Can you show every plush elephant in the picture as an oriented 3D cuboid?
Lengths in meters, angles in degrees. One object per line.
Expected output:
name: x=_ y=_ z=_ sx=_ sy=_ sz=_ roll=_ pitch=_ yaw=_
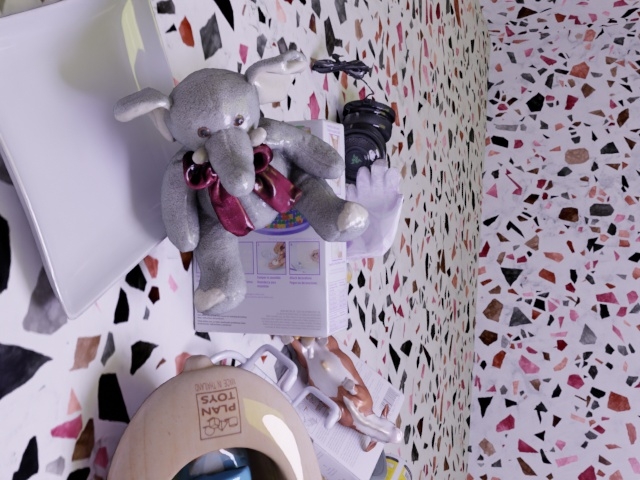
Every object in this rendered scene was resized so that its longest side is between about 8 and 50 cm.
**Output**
plush elephant: x=-0.113 y=-0.113 z=0.964 sx=0.255 sy=0.271 sz=0.330 roll=65 pitch=1 yaw=-70

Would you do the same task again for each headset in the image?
headset: x=0.075 y=-0.250 z=1.731 sx=0.394 sy=0.185 sz=0.243 roll=88 pitch=13 yaw=-46

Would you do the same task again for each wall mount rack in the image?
wall mount rack: x=-0.123 y=0.344 z=1.230 sx=0.304 sy=0.130 sz=0.350 roll=-48 pitch=143 yaw=-10

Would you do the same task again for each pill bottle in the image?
pill bottle: x=0.153 y=0.650 z=1.863 sx=0.208 sy=0.119 sz=0.119 roll=-44 pitch=129 yaw=-59

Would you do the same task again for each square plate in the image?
square plate: x=-0.285 y=-0.133 z=0.939 sx=0.344 sy=0.049 sz=0.347 roll=-53 pitch=137 yaw=-54

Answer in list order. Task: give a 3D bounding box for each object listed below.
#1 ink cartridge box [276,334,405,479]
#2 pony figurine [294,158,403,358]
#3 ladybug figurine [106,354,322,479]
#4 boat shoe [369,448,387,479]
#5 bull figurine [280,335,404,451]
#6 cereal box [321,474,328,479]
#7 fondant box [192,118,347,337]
ink cartridge box: x=0.030 y=0.348 z=1.554 sx=0.261 sy=0.066 sz=0.296 roll=41 pitch=33 yaw=1
pony figurine: x=0.000 y=0.000 z=1.386 sx=0.363 sy=0.302 sz=0.351 roll=-68 pitch=161 yaw=-71
ladybug figurine: x=-0.151 y=0.374 z=1.018 sx=0.305 sy=0.162 sz=0.450 roll=-4 pitch=96 yaw=-23
boat shoe: x=0.077 y=0.433 z=1.664 sx=0.103 sy=0.118 sz=0.320 roll=-58 pitch=-155 yaw=32
bull figurine: x=0.038 y=0.287 z=1.454 sx=0.101 sy=0.310 sz=0.188 roll=-40 pitch=155 yaw=-3
cereal box: x=-0.024 y=0.546 z=1.539 sx=0.173 sy=0.047 sz=0.240 roll=56 pitch=40 yaw=-55
fondant box: x=-0.083 y=-0.019 z=1.170 sx=0.096 sy=0.238 sz=0.330 roll=-9 pitch=98 yaw=-66
